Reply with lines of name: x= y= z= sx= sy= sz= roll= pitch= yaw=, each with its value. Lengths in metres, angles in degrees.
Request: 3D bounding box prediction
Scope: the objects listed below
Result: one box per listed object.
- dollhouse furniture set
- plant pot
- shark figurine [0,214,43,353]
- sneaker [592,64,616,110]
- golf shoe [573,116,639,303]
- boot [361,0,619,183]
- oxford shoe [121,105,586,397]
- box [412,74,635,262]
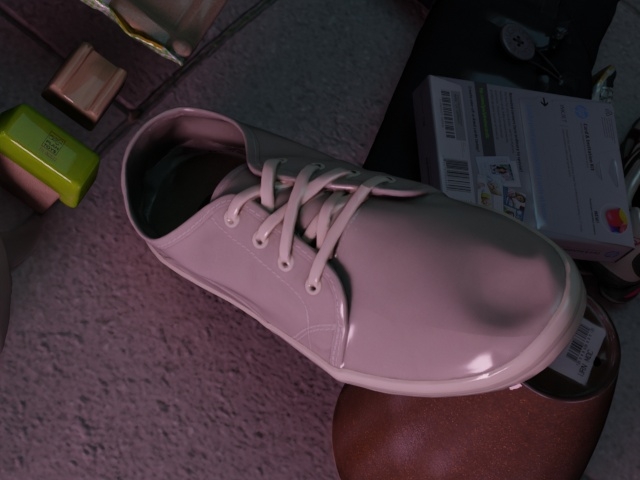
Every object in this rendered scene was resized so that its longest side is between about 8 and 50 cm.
dollhouse furniture set: x=-0.213 y=-0.192 z=1.450 sx=0.197 sy=0.151 sz=0.301 roll=36 pitch=68 yaw=-10
plant pot: x=0.147 y=0.128 z=1.373 sx=0.215 sy=0.230 sz=0.215 roll=9 pitch=59 yaw=-15
shark figurine: x=-0.326 y=-0.039 z=1.370 sx=0.278 sy=0.116 sz=0.166 roll=40 pitch=55 yaw=3
sneaker: x=0.280 y=-0.139 z=1.698 sx=0.037 sy=0.032 sz=0.083 roll=40 pitch=60 yaw=-12
golf shoe: x=0.335 y=-0.059 z=1.617 sx=0.105 sy=0.120 sz=0.273 roll=32 pitch=55 yaw=2
boot: x=0.091 y=-0.161 z=1.584 sx=0.367 sy=0.146 sz=0.445 roll=22 pitch=61 yaw=-5
oxford shoe: x=0.000 y=0.000 z=1.315 sx=0.449 sy=0.130 sz=0.169 roll=21 pitch=69 yaw=39
box: x=0.175 y=-0.061 z=1.461 sx=0.186 sy=0.038 sz=0.145 roll=5 pitch=65 yaw=-22
